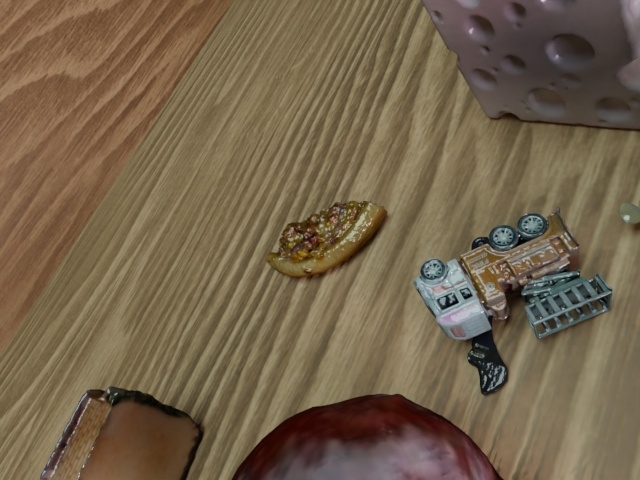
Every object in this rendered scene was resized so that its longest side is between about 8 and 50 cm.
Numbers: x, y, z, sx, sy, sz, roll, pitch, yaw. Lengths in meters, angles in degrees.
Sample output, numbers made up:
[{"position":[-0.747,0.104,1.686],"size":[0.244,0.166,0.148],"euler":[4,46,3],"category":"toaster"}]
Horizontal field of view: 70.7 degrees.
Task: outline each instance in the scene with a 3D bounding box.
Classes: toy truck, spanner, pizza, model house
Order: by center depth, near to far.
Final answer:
[{"position":[0.206,0.055,0.508],"size":[0.178,0.080,0.115],"euler":[-27,52,14],"category":"toy truck"},{"position":[0.202,0.083,0.554],"size":[0.046,0.012,0.208],"euler":[-15,51,36],"category":"spanner"},{"position":[-0.327,0.331,0.739],"size":[0.172,0.183,0.166],"euler":[-4,58,42],"category":"model house"},{"position":[-0.001,-0.002,0.781],"size":[0.247,0.058,0.127],"euler":[-14,51,34],"category":"pizza"}]

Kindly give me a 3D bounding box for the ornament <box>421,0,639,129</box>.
[{"position":[0.323,-0.314,0.565],"size":[0.240,0.239,0.239],"euler":[26,81,50],"category":"ornament"}]

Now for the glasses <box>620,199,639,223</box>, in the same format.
[{"position":[0.383,-0.067,0.368],"size":[0.088,0.220,0.189],"euler":[-11,39,-13],"category":"glasses"}]

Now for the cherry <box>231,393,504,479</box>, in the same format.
[{"position":[0.050,0.304,0.338],"size":[0.326,0.291,0.334],"euler":[24,97,40],"category":"cherry"}]
